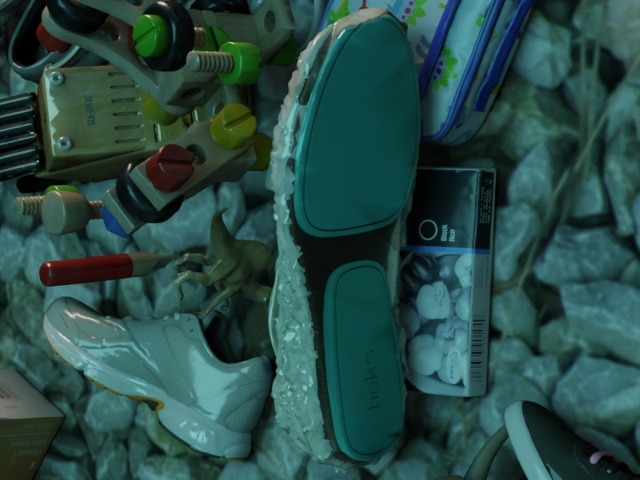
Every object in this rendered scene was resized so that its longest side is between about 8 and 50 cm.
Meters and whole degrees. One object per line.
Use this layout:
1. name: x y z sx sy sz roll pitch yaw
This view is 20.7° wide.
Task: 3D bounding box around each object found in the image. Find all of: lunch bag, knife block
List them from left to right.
1. knife block: -0.221 -0.110 1.787 0.275 0.242 0.088 -5 84 -13
2. lunch bag: 0.096 -0.203 1.577 0.176 0.090 0.219 29 104 27

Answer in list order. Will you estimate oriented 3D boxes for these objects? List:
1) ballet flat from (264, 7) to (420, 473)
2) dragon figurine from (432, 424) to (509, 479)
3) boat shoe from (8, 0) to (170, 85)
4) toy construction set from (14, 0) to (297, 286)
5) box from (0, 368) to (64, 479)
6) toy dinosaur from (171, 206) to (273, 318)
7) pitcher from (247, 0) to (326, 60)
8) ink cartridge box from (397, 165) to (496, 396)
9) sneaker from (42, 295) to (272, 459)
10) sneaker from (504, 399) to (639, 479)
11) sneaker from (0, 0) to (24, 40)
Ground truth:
1. ballet flat: 0.000 0.000 1.535 0.147 0.147 0.409 8 101 32
2. dragon figurine: 0.109 0.276 1.485 0.085 0.289 0.144 21 139 0
3. boat shoe: -0.206 -0.283 1.762 0.116 0.099 0.319 45 109 29
4. toy construction set: -0.121 -0.102 1.590 0.257 0.237 0.309 47 127 36
5. box: -0.369 0.228 1.822 0.091 0.130 0.170 36 107 28
6. toy dinosaur: -0.093 0.020 1.642 0.092 0.183 0.053 -23 49 5
7. pitcher: -0.033 -0.289 1.655 0.178 0.125 0.207 41 121 6
8. ink cartridge box: 0.058 0.033 1.612 0.208 0.045 0.206 2 90 33
9. sneaker: -0.153 0.106 1.723 0.262 0.099 0.121 30 96 22
10. sneaker: 0.285 0.215 1.431 0.147 0.104 0.296 -46 70 18
11. sneaker: -0.384 -0.239 1.866 0.283 0.122 0.110 -27 64 28
